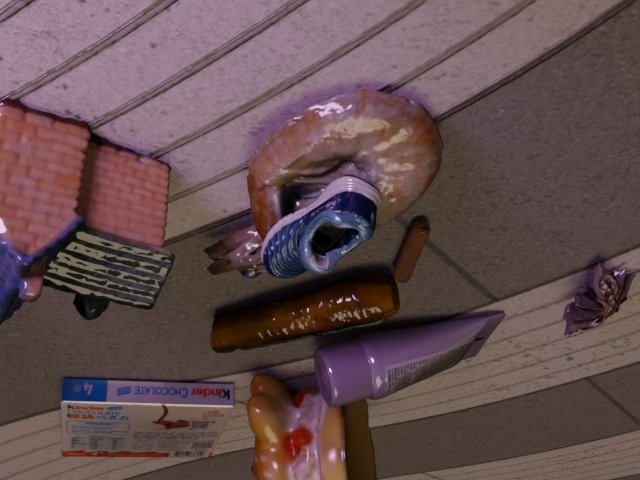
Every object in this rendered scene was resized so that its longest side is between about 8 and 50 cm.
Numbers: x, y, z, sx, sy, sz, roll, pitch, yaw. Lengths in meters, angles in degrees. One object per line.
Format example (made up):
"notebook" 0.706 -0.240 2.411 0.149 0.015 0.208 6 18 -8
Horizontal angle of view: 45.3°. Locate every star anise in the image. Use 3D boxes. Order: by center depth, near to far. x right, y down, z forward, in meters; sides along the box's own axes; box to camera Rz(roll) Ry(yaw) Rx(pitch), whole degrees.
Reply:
"star anise" 0.376 0.070 1.031 0.124 0.056 0.129 -31 143 -6

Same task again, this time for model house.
"model house" -0.241 0.001 0.716 0.183 0.172 0.166 13 142 -28

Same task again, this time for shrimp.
"shrimp" -0.021 -0.046 0.778 0.317 0.077 0.168 -31 130 28

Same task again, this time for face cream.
"face cream" 0.132 0.171 1.134 0.274 0.096 0.154 -11 147 -16

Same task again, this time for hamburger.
"hamburger" -0.018 0.353 1.245 0.186 0.261 0.302 -7 130 9

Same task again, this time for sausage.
"sausage" 0.110 0.012 0.923 0.026 0.026 0.116 0 147 -9

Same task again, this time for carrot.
"carrot" -0.025 0.098 1.003 0.260 0.070 0.070 -16 146 18

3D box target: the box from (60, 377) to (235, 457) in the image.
"box" -0.301 0.309 1.309 0.273 0.048 0.265 6 146 -16

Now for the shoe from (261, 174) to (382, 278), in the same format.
"shoe" 0.000 0.000 0.725 0.064 0.071 0.143 34 128 -29
